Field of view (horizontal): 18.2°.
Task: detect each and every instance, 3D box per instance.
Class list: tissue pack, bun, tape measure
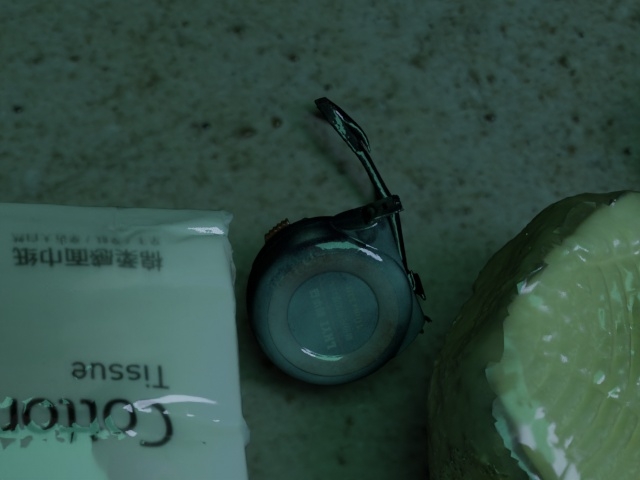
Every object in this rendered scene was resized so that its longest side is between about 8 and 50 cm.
[{"bbox_3d":[-0.221,0.118,1.015,0.356,0.194,0.266,2,65,-14],"label":"tissue pack"},{"bbox_3d":[0.173,0.110,1.145,0.259,0.152,0.259,10,66,-24],"label":"bun"},{"bbox_3d":[0.001,0.003,1.214,0.107,0.104,0.180,-19,36,2],"label":"tape measure"}]
